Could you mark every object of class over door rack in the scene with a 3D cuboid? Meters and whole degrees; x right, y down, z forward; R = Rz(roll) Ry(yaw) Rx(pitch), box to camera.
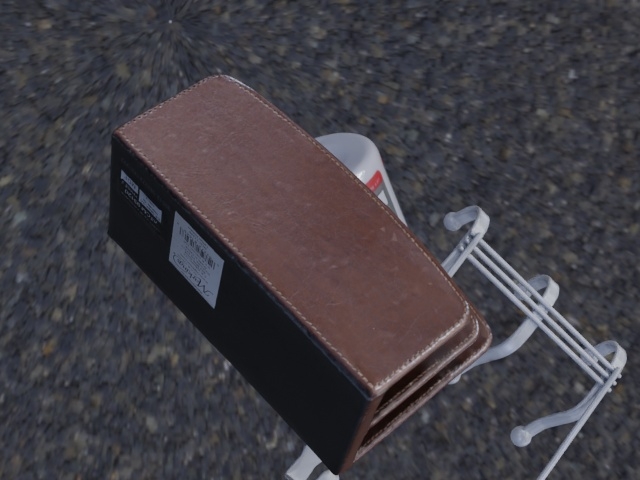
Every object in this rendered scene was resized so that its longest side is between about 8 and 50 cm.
[{"bbox_3d":[0.126,0.163,1.178,0.239,0.108,0.324,42,68,-20],"label":"over door rack"}]

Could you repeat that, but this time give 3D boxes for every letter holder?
[{"bbox_3d":[0.000,0.000,1.045,0.214,0.152,0.302,-35,69,-28],"label":"letter holder"}]

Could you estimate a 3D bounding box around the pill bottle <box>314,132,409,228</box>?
[{"bbox_3d":[0.035,0.033,1.448,0.161,0.161,0.283,-25,117,-2],"label":"pill bottle"}]
